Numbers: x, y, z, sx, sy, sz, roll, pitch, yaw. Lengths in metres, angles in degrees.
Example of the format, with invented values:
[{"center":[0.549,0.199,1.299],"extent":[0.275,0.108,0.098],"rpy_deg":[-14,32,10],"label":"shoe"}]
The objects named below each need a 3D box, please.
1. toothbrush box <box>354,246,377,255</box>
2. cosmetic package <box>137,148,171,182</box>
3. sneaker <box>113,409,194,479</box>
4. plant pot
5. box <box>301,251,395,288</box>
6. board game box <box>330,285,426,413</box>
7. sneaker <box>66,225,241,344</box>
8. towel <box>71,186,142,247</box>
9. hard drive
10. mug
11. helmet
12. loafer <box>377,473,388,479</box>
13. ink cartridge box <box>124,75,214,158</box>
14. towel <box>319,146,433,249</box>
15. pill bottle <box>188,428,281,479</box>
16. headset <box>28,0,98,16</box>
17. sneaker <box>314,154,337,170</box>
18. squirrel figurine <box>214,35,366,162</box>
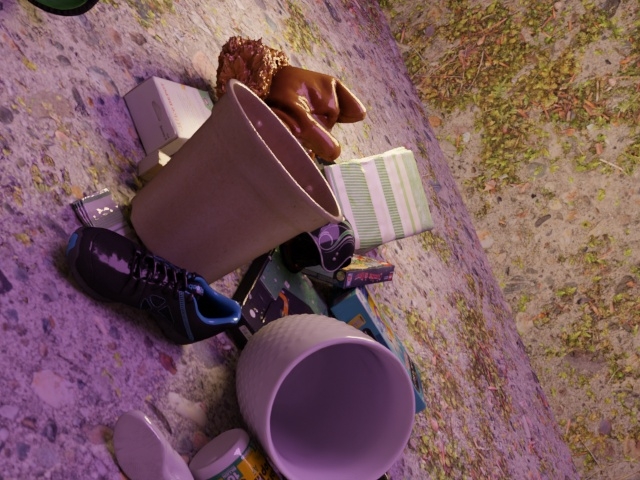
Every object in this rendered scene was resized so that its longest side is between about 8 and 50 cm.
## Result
[{"center":[0.174,-0.084,2.519],"extent":[0.122,0.206,0.283],"rpy_deg":[57,24,-10],"label":"toothbrush box"},{"center":[-0.314,-0.133,1.743],"extent":[0.115,0.060,0.041],"rpy_deg":[35,35,-44],"label":"cosmetic package"},{"center":[-0.252,0.348,1.336],"extent":[0.212,0.080,0.094],"rpy_deg":[63,10,-14],"label":"sneaker"},{"center":[-0.177,-0.079,1.606],"extent":[0.334,0.305,0.334],"rpy_deg":[50,12,-14],"label":"plant pot"},{"center":[0.061,0.069,2.143],"extent":[0.233,0.159,0.044],"rpy_deg":[-5,108,-56],"label":"box"},{"center":[0.146,0.260,2.160],"extent":[0.336,0.079,0.254],"rpy_deg":[58,8,-8],"label":"board game box"},{"center":[-0.279,0.067,1.465],"extent":[0.341,0.140,0.125],"rpy_deg":[37,50,-41],"label":"sneaker"},{"center":[-0.375,-0.020,1.535],"extent":[0.152,0.023,0.113],"rpy_deg":[60,24,-6],"label":"towel"},{"center":[-0.089,0.169,1.871],"extent":[0.237,0.064,0.339],"rpy_deg":[55,25,-16],"label":"hard drive"},{"center":[-0.020,0.320,1.571],"extent":[0.328,0.276,0.374],"rpy_deg":[-158,-112,-68],"label":"mug"},{"center":[0.000,0.000,1.943],"extent":[0.161,0.169,0.169],"rpy_deg":[-31,93,-47],"label":"helmet"},{"center":[0.102,0.540,1.789],"extent":[0.319,0.111,0.112],"rpy_deg":[49,26,-27],"label":"loafer"},{"center":[-0.309,-0.258,1.853],"extent":[0.212,0.093,0.154],"rpy_deg":[2,61,-66],"label":"ink cartridge box"},{"center":[0.155,-0.113,2.297],"extent":[0.325,0.038,0.247],"rpy_deg":[-16,90,-37],"label":"towel"},{"center":[-0.120,0.433,1.439],"extent":[0.208,0.118,0.117],"rpy_deg":[57,23,-12],"label":"pill bottle"},{"center":[-0.565,-0.558,1.520],"extent":[0.394,0.243,0.185],"rpy_deg":[40,48,-13],"label":"headset"},{"center":[-0.060,-0.266,2.411],"extent":[0.275,0.107,0.110],"rpy_deg":[44,9,-46],"label":"sneaker"},{"center":[-0.137,-0.300,2.078],"extent":[0.397,0.281,0.370],"rpy_deg":[52,39,-6],"label":"squirrel figurine"}]
